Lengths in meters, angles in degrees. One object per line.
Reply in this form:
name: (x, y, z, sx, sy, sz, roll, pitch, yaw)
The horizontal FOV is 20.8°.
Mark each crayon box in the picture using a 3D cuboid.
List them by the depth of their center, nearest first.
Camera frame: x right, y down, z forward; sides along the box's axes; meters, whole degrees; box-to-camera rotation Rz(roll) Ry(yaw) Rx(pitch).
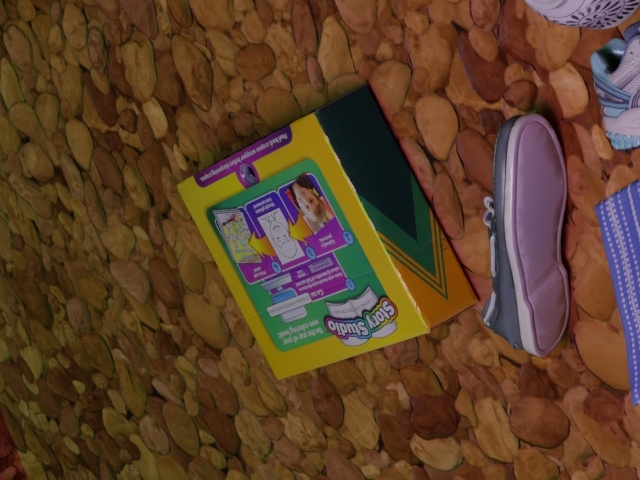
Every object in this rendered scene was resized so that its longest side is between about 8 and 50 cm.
crayon box: (0.000, 0.000, 2.304, 0.363, 0.106, 0.313, -22, 97, 54)

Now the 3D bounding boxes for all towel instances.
towel: (0.395, 0.022, 1.807, 0.336, 0.040, 0.243, 142, 122, -60)

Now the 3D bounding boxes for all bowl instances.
bowl: (0.253, -0.289, 1.828, 0.170, 0.080, 0.170, 30, 135, 35)

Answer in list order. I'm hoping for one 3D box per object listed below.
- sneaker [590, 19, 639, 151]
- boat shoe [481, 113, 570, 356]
sneaker: (0.345, -0.167, 1.662, 0.283, 0.110, 0.122, -19, 97, 62)
boat shoe: (0.222, -0.009, 2.028, 0.099, 0.116, 0.319, 19, 133, 37)
